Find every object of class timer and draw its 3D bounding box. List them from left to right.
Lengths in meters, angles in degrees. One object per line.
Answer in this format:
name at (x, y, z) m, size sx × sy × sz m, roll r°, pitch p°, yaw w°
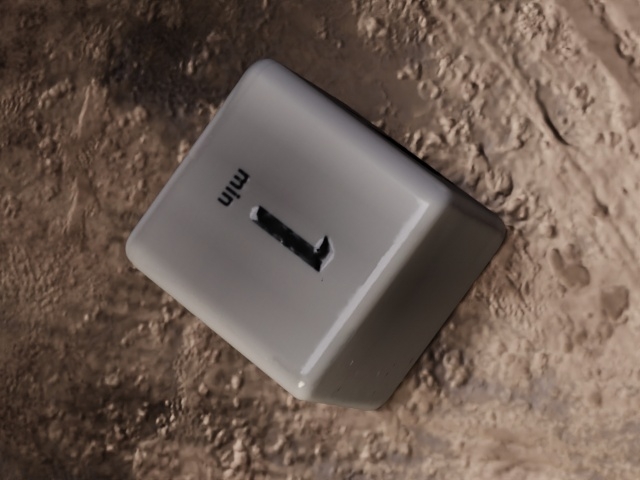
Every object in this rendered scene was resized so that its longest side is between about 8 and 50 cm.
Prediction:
timer at (0.000, 0.000, 1.468) m, size 0.195 × 0.192 × 0.194 m, roll 37°, pitch 95°, yaw 21°
